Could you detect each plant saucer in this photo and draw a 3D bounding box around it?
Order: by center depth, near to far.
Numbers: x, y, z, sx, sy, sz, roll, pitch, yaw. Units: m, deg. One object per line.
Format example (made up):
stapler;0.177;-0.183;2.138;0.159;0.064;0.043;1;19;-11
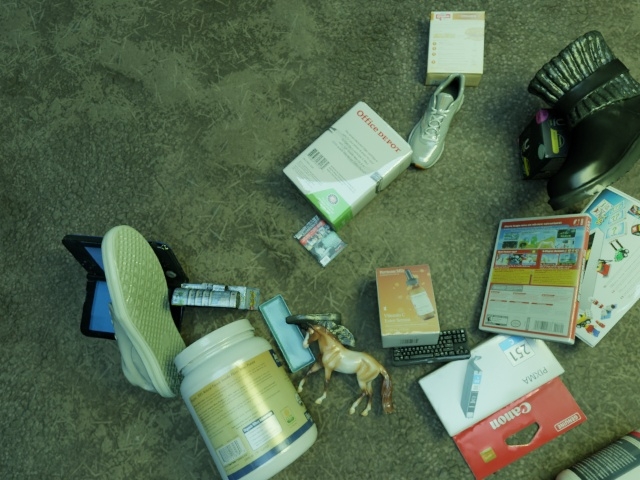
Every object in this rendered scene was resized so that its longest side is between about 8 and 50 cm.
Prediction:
plant saucer;-0.086;0.237;1.098;0.067;0.018;0.192;-30;77;1

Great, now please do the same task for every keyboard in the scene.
keyboard;0.258;0.239;1.023;0.180;0.023;0.108;-10;47;16

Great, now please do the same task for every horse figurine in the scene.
horse figurine;0.064;0.317;1.023;0.263;0.066;0.174;20;87;1

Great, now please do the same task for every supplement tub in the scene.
supplement tub;0.611;0.526;0.857;0.272;0.191;0.191;-30;76;1
supplement tub;-0.175;0.364;0.975;0.228;0.228;0.316;-32;77;0

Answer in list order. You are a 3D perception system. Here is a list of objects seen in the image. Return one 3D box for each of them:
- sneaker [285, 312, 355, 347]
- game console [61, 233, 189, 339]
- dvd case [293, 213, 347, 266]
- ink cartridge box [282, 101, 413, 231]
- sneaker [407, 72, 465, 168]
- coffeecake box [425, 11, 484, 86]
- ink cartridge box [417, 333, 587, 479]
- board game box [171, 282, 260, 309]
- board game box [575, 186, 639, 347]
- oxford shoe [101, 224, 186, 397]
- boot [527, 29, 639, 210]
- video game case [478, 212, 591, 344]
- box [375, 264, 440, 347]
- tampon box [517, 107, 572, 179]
sneaker;-0.001;0.227;1.067;0.170;0.051;0.089;-2;78;-5
game console;-0.513;0.131;1.104;0.293;0.250;0.173;4;53;8
dvd case;0.000;0.000;1.137;0.087;0.013;0.119;-44;75;-3
ink cartridge box;0.073;-0.189;1.113;0.273;0.115;0.198;-42;77;-2
sneaker;0.298;-0.316;1.106;0.099;0.121;0.262;21;83;11
coffeecake box;0.365;-0.522;1.166;0.142;0.068;0.185;4;79;9
ink cartridge box;0.418;0.365;0.981;0.296;0.066;0.261;-31;75;1
board game box;-0.251;0.141;1.073;0.194;0.194;0.060;3;80;-6
board game box;0.614;0.055;0.940;0.193;0.053;0.305;44;109;34
oxford shoe;-0.434;0.183;1.011;0.130;0.169;0.449;-3;113;17
boot;0.526;-0.247;0.885;0.348;0.131;0.260;-40;85;-15
video game case;0.481;0.079;0.968;0.025;0.204;0.285;27;72;-33
box;0.202;0.155;1.013;0.130;0.091;0.170;-6;59;6
tampon box;0.558;-0.229;1.033;0.102;0.161;0.120;-2;78;7
